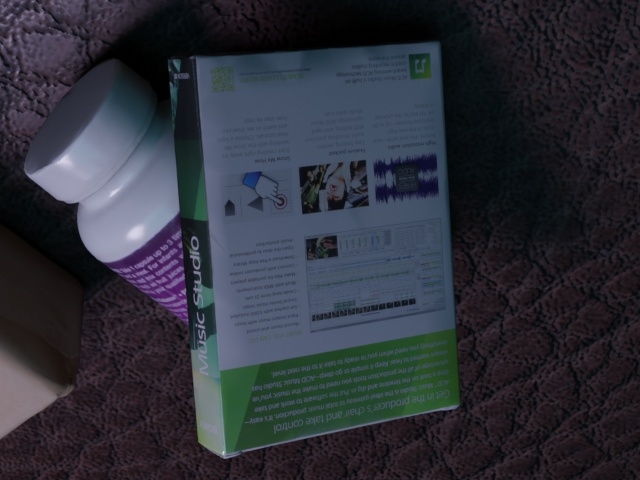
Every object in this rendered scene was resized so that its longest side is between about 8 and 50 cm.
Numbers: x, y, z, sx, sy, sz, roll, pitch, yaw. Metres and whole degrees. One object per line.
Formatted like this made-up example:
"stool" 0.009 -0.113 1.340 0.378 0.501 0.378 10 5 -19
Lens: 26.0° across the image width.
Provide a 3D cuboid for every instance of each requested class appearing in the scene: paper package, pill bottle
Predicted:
"paper package" -0.443 0.081 1.306 0.309 0.168 0.325 -36 120 25
"pill bottle" -0.103 -0.020 1.220 0.169 0.169 0.301 -37 120 26

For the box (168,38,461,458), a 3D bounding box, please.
"box" 0.000 0.000 1.152 0.232 0.058 0.322 -7 97 -28
